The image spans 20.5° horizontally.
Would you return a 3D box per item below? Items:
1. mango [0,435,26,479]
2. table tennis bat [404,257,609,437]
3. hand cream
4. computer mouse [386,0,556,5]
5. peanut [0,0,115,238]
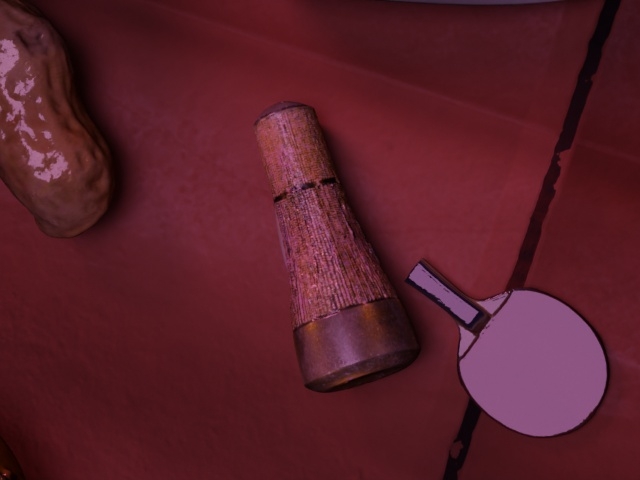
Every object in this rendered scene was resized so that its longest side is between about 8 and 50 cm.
[{"bbox_3d":[-0.320,0.195,1.294,0.236,0.136,0.166,-8,75,22],"label":"mango"},{"bbox_3d":[0.125,0.068,1.208,0.158,0.014,0.095,38,104,11],"label":"table tennis bat"},{"bbox_3d":[0.000,0.000,1.215,0.084,0.084,0.203,-21,80,17],"label":"hand cream"},{"bbox_3d":[0.065,-0.239,1.174,0.288,0.097,0.159,5,91,18],"label":"computer mouse"},{"bbox_3d":[-0.216,-0.102,1.270,0.099,0.099,0.214,-24,85,17],"label":"peanut"}]
